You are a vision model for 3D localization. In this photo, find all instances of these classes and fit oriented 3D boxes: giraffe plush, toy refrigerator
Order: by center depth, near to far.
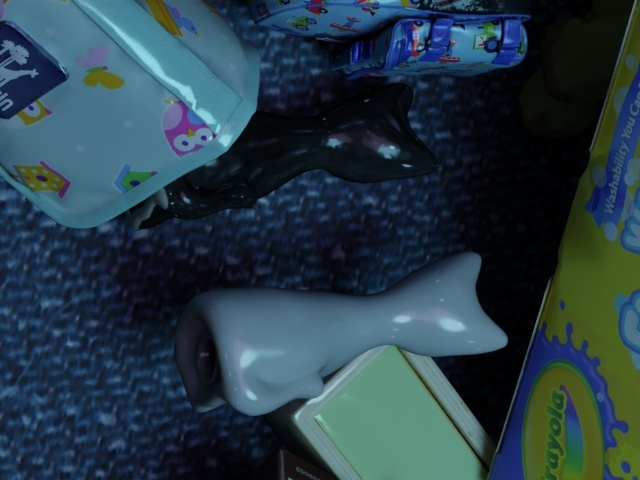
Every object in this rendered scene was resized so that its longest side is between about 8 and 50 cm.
[{"bbox_3d":[0.222,-0.183,1.214,0.181,0.210,0.170,-2,70,-25],"label":"giraffe plush"},{"bbox_3d":[0.075,0.176,1.225,0.102,0.094,0.269,-41,112,-14],"label":"toy refrigerator"}]

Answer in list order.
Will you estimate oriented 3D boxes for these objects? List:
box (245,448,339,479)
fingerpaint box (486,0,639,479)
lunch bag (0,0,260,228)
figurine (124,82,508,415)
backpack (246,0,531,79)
[{"bbox_3d":[-0.022,0.277,1.112,0.167,0.168,0.203,33,117,-25],"label":"box"},{"bbox_3d":[0.334,-0.016,1.134,0.371,0.163,0.444,-15,131,-37],"label":"fingerpaint box"},{"bbox_3d":[-0.167,-0.128,0.978,0.223,0.262,0.160,44,79,-24],"label":"lunch bag"},{"bbox_3d":[0.000,0.000,1.122,0.209,0.092,0.214,-11,68,-24],"label":"figurine"},{"bbox_3d":[0.031,-0.163,1.121,0.173,0.158,0.116,-2,91,-22],"label":"backpack"}]
